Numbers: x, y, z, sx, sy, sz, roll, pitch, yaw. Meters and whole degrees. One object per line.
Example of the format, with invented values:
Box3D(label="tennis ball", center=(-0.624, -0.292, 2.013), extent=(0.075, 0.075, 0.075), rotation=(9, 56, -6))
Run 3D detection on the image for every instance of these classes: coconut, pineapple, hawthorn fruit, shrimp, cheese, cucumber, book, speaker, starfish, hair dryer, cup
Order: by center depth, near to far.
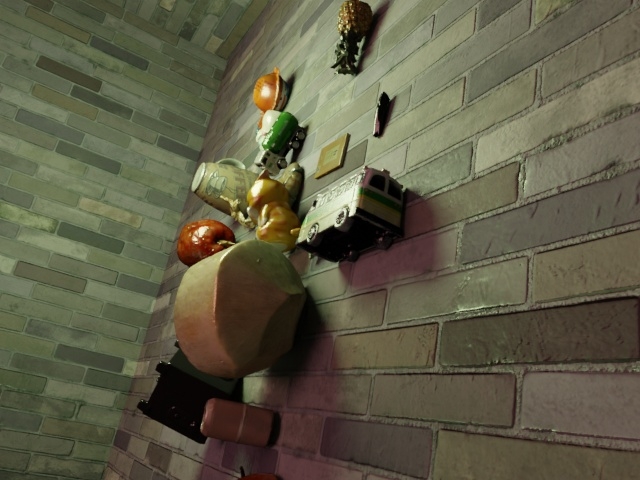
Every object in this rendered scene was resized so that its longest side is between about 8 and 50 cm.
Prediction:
Box3D(label="coconut", center=(-0.214, 0.199, 1.548), extent=(0.415, 0.345, 0.415), rotation=(-19, 60, 37))
Box3D(label="cucumber", center=(0.171, -0.362, 1.564), extent=(0.033, 0.034, 0.134), rotation=(-4, 67, 58))
Box3D(label="hair dryer", center=(-0.260, 0.523, 1.617), extent=(0.344, 0.189, 0.106), rotation=(144, 139, -73))
Box3D(label="book", center=(0.035, -0.276, 1.796), extent=(0.172, 0.012, 0.118), rotation=(-16, 57, 60))
Box3D(label="speaker", center=(-0.429, 0.492, 1.805), extent=(0.232, 0.254, 0.184), rotation=(-60, 3, 18))
Box3D(label="pineapple", center=(0.104, -0.687, 1.862), extent=(0.128, 0.128, 0.248), rotation=(-2, 75, 63))
Box3D(label="shrimp", center=(-0.167, -0.125, 2.014), extent=(0.360, 0.085, 0.247), rotation=(-67, 20, -9))
Box3D(label="starfish", center=(-0.353, -0.117, 2.273), extent=(0.209, 0.053, 0.150), rotation=(46, 148, 18))
Box3D(label="hawthorn fruit", center=(-0.491, 0.023, 2.348), extent=(0.262, 0.258, 0.258), rotation=(130, 153, -70))
Box3D(label="cup", center=(-0.423, -0.268, 2.430), extent=(0.227, 0.257, 0.301), rotation=(-43, 33, 39))
Box3D(label="cheese", center=(-0.240, -0.624, 2.488), extent=(0.217, 0.129, 0.329), rotation=(-128, 51, -58))

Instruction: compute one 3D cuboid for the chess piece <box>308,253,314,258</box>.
Box3D(label="chess piece", center=(0.000, 0.000, 1.609), extent=(0.149, 0.059, 0.059), rotation=(-60, 26, 29))

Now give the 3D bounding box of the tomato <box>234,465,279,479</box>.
Box3D(label="tomato", center=(-0.212, 0.719, 1.340), extent=(0.309, 0.170, 0.309), rotation=(-46, 33, 43))

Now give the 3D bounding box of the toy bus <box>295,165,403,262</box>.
Box3D(label="toy bus", center=(0.073, -0.061, 1.403), extent=(0.305, 0.143, 0.179), rotation=(-27, 45, 56))

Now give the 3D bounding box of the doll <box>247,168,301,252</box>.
Box3D(label="doll", center=(-0.157, -0.082, 1.807), extent=(0.166, 0.162, 0.269), rotation=(78, 166, -69))

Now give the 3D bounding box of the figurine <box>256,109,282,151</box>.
Box3D(label="figurine", center=(-0.209, -0.415, 2.266), extent=(0.155, 0.127, 0.235), rotation=(21, 93, 47))

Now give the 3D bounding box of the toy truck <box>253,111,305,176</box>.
Box3D(label="toy truck", center=(-0.157, -0.371, 2.095), extent=(0.242, 0.125, 0.101), rotation=(-60, 25, -8))
